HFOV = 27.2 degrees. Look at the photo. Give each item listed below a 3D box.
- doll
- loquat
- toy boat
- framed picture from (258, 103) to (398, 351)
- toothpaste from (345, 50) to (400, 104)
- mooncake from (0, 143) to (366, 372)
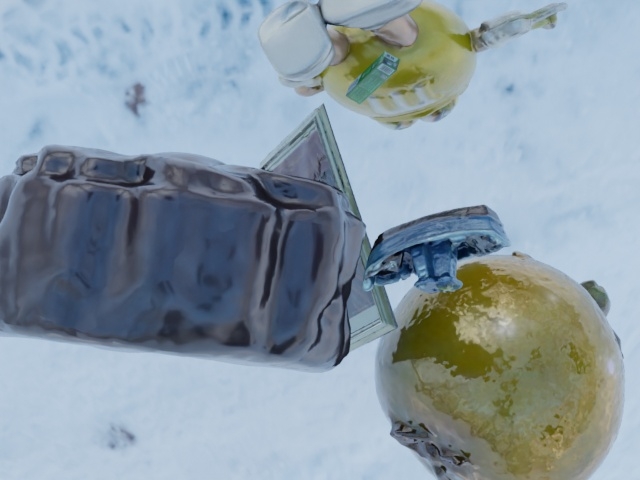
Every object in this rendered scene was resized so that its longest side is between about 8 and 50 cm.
[{"bbox_3d":[0.099,-0.249,1.676,0.423,0.348,0.161,-1,78,-39],"label":"doll"},{"bbox_3d":[0.244,0.161,1.669,0.359,0.328,0.328,-37,74,-24],"label":"loquat"},{"bbox_3d":[0.094,0.014,1.106,0.137,0.060,0.061,-13,66,28],"label":"toy boat"},{"bbox_3d":[0.000,0.000,1.571,0.016,0.216,0.273,-14,79,-25],"label":"framed picture"},{"bbox_3d":[0.055,-0.175,1.418,0.020,0.083,0.017,27,59,-16],"label":"toothpaste"},{"bbox_3d":[-0.135,0.021,1.291,0.381,0.350,0.212,9,90,-38],"label":"mooncake"}]
